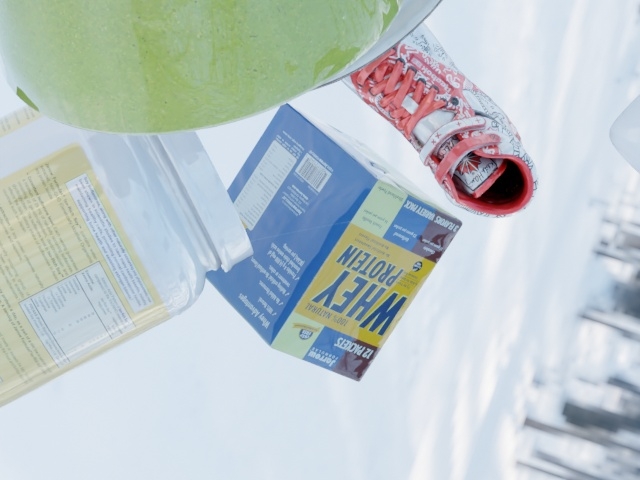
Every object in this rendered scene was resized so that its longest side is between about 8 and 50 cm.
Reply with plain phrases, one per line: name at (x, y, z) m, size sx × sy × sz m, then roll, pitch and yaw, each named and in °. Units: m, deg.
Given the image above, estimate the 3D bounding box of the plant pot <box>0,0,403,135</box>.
plant pot at (-0.104, -0.261, 1.053) m, size 0.293 × 0.275 × 0.275 m, roll 75°, pitch 32°, yaw -41°

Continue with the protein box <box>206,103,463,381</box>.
protein box at (0.000, 0.000, 1.842) m, size 0.136 × 0.200 × 0.201 m, roll 25°, pitch 102°, yaw -41°

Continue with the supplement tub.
supplement tub at (-0.254, 0.000, 1.629) m, size 0.331 × 0.241 × 0.241 m, roll -27°, pitch 158°, yaw -5°

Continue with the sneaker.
sneaker at (0.098, -0.126, 1.627) m, size 0.090 × 0.270 × 0.145 m, roll -44°, pitch -151°, yaw 15°

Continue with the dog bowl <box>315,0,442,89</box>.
dog bowl at (-0.061, -0.322, 1.402) m, size 0.150 × 0.408 × 0.408 m, roll -126°, pitch -140°, yaw -52°

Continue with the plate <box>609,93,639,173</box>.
plate at (0.431, -0.095, 1.494) m, size 0.278 × 0.277 × 0.045 m, roll -46°, pitch -164°, yaw 5°
